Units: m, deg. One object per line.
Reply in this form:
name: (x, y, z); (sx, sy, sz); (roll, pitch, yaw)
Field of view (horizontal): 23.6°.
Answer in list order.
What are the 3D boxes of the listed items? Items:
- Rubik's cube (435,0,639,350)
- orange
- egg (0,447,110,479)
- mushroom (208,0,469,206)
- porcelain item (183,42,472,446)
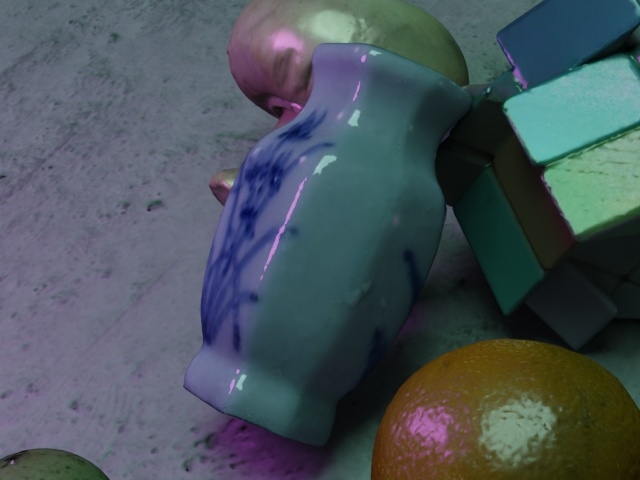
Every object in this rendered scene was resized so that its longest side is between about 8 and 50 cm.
Rubik's cube: (0.321, -0.091, 1.681); (0.368, 0.358, 0.387); (21, 47, -13)
orange: (0.175, 0.214, 1.425); (0.264, 0.264, 0.264); (-8, 39, 6)
egg: (-0.279, 0.311, 1.478); (0.177, 0.177, 0.228); (2, 56, 18)
mushroom: (0.004, -0.206, 1.934); (0.356, 0.315, 0.315); (-16, 39, -8)
porcelain item: (0.000, 0.000, 1.617); (0.242, 0.178, 0.405); (18, 83, 63)
